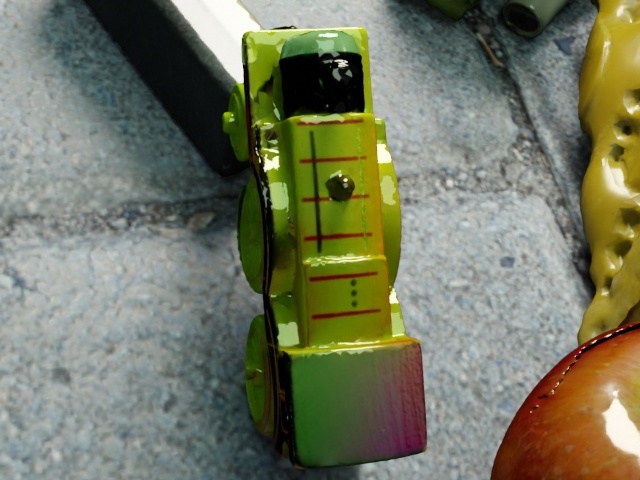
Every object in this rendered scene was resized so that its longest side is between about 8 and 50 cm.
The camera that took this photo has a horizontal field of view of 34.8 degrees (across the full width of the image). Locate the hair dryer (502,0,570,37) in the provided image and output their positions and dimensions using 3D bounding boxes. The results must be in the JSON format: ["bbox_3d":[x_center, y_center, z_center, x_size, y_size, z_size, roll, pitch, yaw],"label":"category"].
[{"bbox_3d":[0.298,-0.232,1.012,0.229,0.092,0.267,-33,83,-24],"label":"hair dryer"}]

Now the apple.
[{"bbox_3d":[0.244,0.173,0.642,0.272,0.206,0.251,-13,41,-14],"label":"apple"}]

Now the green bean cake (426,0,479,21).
[{"bbox_3d":[0.165,-0.329,0.945,0.113,0.200,0.214,34,51,-6],"label":"green bean cake"}]

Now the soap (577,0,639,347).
[{"bbox_3d":[0.294,-0.070,0.887,0.169,0.339,0.304,20,13,-16],"label":"soap"}]

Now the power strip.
[{"bbox_3d":[-0.111,-0.170,0.810,0.070,0.105,0.257,-29,73,-26],"label":"power strip"}]

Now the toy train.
[{"bbox_3d":[0.000,0.000,0.665,0.100,0.160,0.296,-5,89,-16],"label":"toy train"}]
